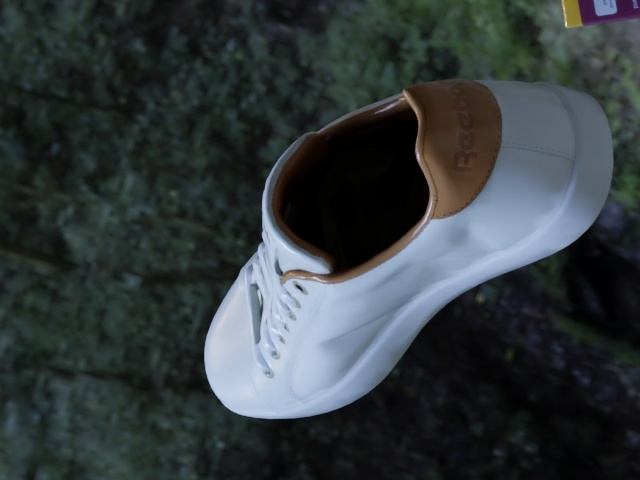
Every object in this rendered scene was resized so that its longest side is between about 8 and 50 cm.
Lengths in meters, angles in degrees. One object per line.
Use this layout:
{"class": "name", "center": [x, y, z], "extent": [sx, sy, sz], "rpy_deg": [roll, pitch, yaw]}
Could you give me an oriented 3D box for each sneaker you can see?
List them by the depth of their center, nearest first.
{"class": "sneaker", "center": [0.000, 0.000, 0.878], "extent": [0.290, 0.123, 0.106], "rpy_deg": [-40, 51, 45]}

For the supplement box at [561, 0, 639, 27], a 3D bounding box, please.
{"class": "supplement box", "center": [0.229, -0.192, 1.063], "extent": [0.188, 0.081, 0.104], "rpy_deg": [-7, 105, 19]}
